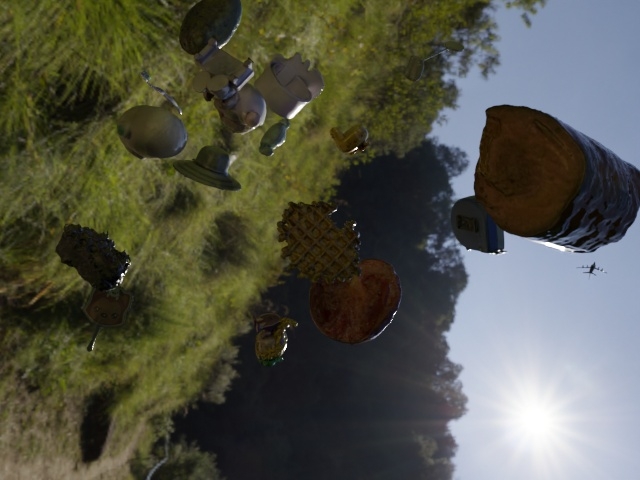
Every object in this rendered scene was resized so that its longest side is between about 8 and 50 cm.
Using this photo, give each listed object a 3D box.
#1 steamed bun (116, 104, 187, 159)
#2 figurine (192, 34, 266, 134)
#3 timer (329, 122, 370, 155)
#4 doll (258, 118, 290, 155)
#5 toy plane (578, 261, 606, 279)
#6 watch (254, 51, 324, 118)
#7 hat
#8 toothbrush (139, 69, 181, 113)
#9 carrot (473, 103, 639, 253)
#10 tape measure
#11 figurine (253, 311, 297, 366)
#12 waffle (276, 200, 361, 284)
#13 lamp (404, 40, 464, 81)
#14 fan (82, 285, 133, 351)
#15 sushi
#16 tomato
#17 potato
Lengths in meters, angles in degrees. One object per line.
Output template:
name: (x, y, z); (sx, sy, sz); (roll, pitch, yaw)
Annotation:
steamed bun: (-0.538, -0.328, 1.799); (0.177, 0.228, 0.130); (83, 25, -51)
figurine: (-0.211, -0.352, 1.386); (0.256, 0.182, 0.144); (69, 37, -70)
timer: (0.089, -0.323, 1.775); (0.109, 0.107, 0.107); (50, -6, -15)
doll: (-0.174, -0.381, 2.118); (0.071, 0.104, 0.214); (48, 41, -28)
toy plane: (0.751, 0.079, 1.586); (0.078, 0.084, 0.024); (12, -59, 32)
watch: (-0.110, -0.577, 2.166); (0.196, 0.244, 0.231); (-41, -151, 31)
hat: (-0.374, -0.270, 1.983); (0.109, 0.252, 0.252); (-66, -156, 16)
toothbrush: (-0.559, -0.520, 2.033); (0.269, 0.027, 0.021); (48, 19, -66)
carrot: (0.466, -0.111, 1.158); (0.241, 0.341, 0.241); (-35, -132, 50)
tape measure: (0.564, -0.129, 2.071); (0.215, 0.098, 0.351); (16, -64, 60)
figurine: (-0.117, 0.268, 1.530); (0.094, 0.115, 0.156); (-119, -154, -64)
waffle: (0.000, 0.000, 1.475); (0.051, 0.232, 0.228); (143, -55, -59)
lamp: (0.281, -0.442, 1.401); (0.050, 0.198, 0.056); (36, -42, 29)
fan: (-0.667, 0.237, 1.760); (0.009, 0.132, 0.219); (161, -48, -79)
sushi: (-0.642, 0.040, 1.650); (0.115, 0.212, 0.147); (-50, 175, 15)
tomato: (0.116, 0.209, 1.829); (0.170, 0.309, 0.308); (78, -2, -62)
potato: (-0.260, -0.530, 1.375); (0.119, 0.198, 0.054); (46, -14, 2)
